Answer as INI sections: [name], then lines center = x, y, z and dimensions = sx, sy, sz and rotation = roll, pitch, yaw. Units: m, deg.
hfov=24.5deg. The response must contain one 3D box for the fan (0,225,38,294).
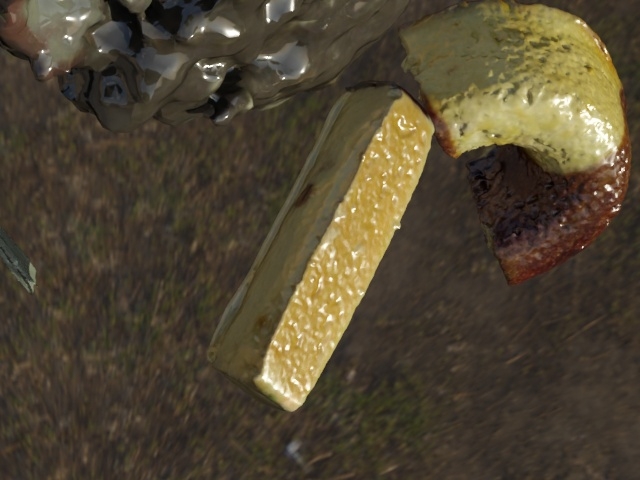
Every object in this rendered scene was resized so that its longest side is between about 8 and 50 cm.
[fan]
center = -0.210, -0.069, 0.722
dimensions = 0.011, 0.335, 0.229
rotation = -18, 51, 6

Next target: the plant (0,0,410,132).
[plant]
center = -0.060, -0.139, 0.531
dimensions = 0.204, 0.234, 0.178
rotation = 42, 101, 21

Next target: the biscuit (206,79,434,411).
[biscuit]
center = 0.000, 0.000, 0.807
dimensions = 0.052, 0.056, 0.188
rotation = 43, 67, -40

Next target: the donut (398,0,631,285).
[donut]
center = 0.143, -0.066, 1.001
dimensions = 0.141, 0.217, 0.085
rotation = -24, 39, 14
